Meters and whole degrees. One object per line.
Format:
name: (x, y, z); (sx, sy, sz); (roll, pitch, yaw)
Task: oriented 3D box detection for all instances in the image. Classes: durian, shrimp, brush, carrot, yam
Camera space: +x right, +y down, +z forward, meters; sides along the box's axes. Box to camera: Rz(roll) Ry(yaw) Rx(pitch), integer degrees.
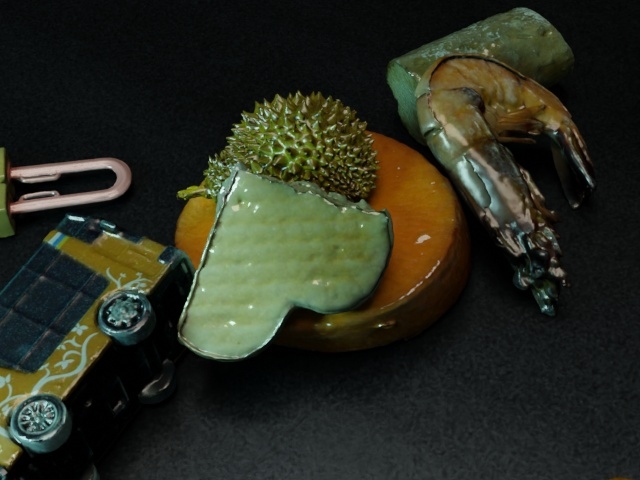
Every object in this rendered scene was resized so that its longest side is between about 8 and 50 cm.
durian: (-0.051, -0.086, 1.301); (0.208, 0.102, 0.146); (-18, 54, 12)
shrimp: (0.211, -0.071, 1.350); (0.178, 0.075, 0.289); (-20, 68, -28)
brush: (-0.324, -0.058, 1.437); (0.233, 0.047, 0.103); (-9, 51, -2)
carrot: (0.000, 0.000, 1.339); (0.307, 0.100, 0.258); (4, 53, 19)
yam: (0.179, -0.187, 1.453); (0.194, 0.107, 0.107); (-26, 53, -15)

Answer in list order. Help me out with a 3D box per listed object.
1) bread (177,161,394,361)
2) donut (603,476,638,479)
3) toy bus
bread: (-0.048, 0.009, 1.220); (0.232, 0.064, 0.172); (-29, 91, 8)
donut: (0.248, 0.291, 1.089); (0.162, 0.065, 0.178); (-10, 52, 4)
toy bus: (-0.243, 0.116, 1.233); (0.167, 0.138, 0.275); (23, 59, 25)
